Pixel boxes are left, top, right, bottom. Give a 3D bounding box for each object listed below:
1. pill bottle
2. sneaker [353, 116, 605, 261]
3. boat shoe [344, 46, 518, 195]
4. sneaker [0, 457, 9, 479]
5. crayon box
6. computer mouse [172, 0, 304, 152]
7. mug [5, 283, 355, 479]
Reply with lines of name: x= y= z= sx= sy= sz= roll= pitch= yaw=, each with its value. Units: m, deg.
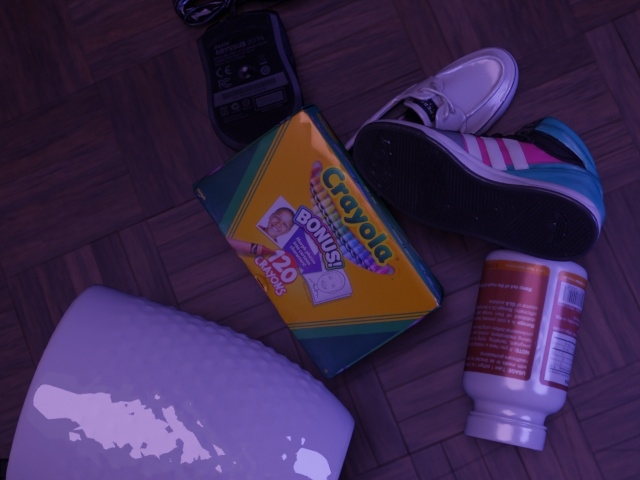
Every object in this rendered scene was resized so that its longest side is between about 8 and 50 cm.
pill bottle: x=0.230 y=0.127 z=1.344 sx=0.121 sy=0.121 sz=0.216 roll=11 pitch=82 yaw=10
sneaker: x=0.199 y=-0.089 z=1.362 sx=0.295 sy=0.178 sz=0.124 roll=24 pitch=122 yaw=14
boat shoe: x=0.128 y=-0.151 z=1.425 sx=0.267 sy=0.088 sz=0.096 roll=-32 pitch=77 yaw=2
sneaker: x=-0.450 y=0.354 z=1.414 sx=0.276 sy=0.097 sz=0.135 roll=-30 pitch=62 yaw=11
crayon box: x=0.000 y=0.000 z=1.368 sx=0.165 sy=0.081 sz=0.278 roll=-34 pitch=93 yaw=14
computer mouse: x=-0.081 y=-0.220 z=1.482 sx=0.188 sy=0.072 sz=0.272 roll=-12 pitch=66 yaw=8
mug: x=-0.153 y=0.270 z=1.320 sx=0.328 sy=0.276 sz=0.374 roll=18 pitch=113 yaw=4
